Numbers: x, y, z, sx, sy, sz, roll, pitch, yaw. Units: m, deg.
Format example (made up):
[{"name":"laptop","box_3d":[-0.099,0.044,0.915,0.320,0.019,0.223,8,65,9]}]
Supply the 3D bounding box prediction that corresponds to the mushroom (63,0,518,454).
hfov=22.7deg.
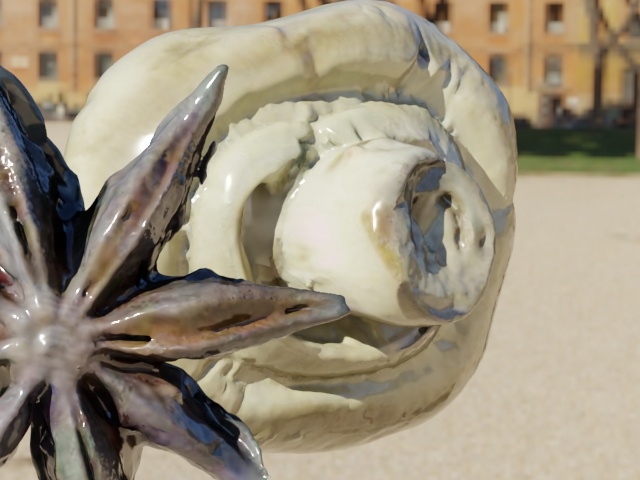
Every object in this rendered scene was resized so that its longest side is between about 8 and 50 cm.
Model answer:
[{"name":"mushroom","box_3d":[0.000,0.000,0.784,0.254,0.260,0.234,41,-10,-30]}]

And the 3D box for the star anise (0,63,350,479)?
[{"name":"star anise","box_3d":[-0.082,0.028,0.572,0.180,0.204,0.061,-34,4,-4]}]
